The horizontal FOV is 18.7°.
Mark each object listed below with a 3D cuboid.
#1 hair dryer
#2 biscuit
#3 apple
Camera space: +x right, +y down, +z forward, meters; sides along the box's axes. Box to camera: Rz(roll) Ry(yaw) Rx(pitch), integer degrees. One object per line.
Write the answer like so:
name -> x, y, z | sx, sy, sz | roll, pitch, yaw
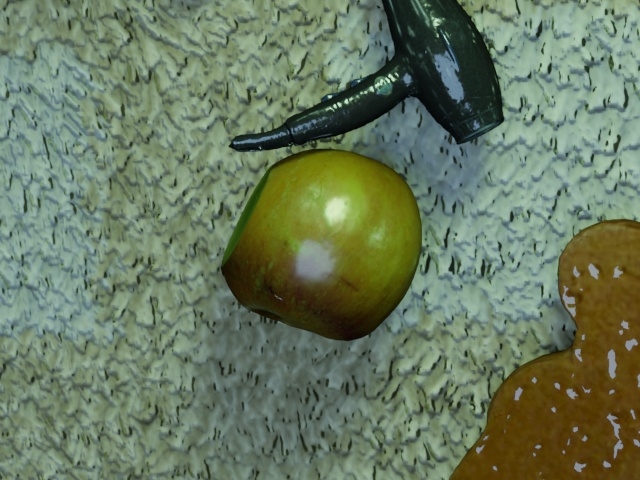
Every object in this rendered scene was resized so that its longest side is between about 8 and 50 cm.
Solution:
hair dryer -> 0.019, -0.135, 1.537 | 0.219, 0.075, 0.195 | -27, 85, -7
biscuit -> 0.288, 0.206, 1.551 | 0.349, 0.078, 0.455 | 32, 106, 21
apple -> 0.006, 0.002, 1.573 | 0.146, 0.163, 0.147 | 22, 83, -6
